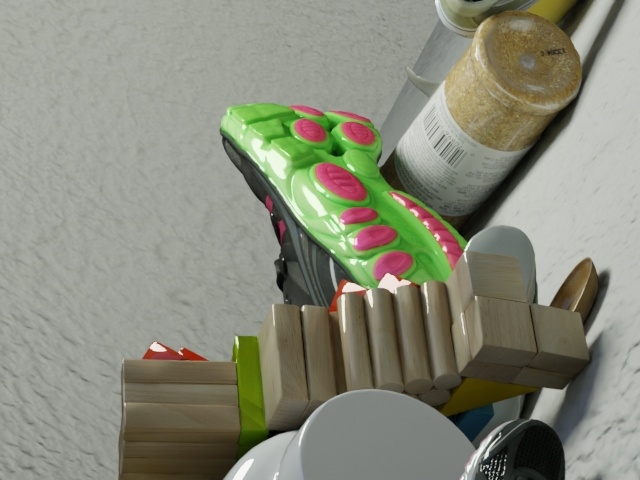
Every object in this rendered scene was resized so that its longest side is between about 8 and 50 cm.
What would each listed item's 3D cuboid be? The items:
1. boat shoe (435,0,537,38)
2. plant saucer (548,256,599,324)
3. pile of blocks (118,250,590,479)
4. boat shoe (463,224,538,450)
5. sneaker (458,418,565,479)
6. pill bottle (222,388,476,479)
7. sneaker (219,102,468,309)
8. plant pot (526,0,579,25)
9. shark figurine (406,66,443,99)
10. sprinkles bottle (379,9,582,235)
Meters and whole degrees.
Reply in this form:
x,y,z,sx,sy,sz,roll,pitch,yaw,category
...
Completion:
x,y,z,sx,sy,sz,roll,pitch,yaw,category
0.247,-0.310,1.924,0.302,0.109,0.094,-41,-1,-4,boat shoe
0.185,0.052,1.416,0.083,0.015,0.083,-60,5,9,plant saucer
0.014,0.096,1.398,0.149,0.362,0.113,64,-165,-51,pile of blocks
0.130,0.098,1.463,0.070,0.077,0.219,61,-139,-56,boat shoe
0.120,0.187,1.137,0.077,0.072,0.178,-34,34,54,sneaker
-0.014,0.252,1.349,0.334,0.188,0.188,-56,7,44,pill bottle
0.000,0.000,1.970,0.483,0.185,0.202,-121,43,-55,sneaker
0.237,-0.392,2.145,0.239,0.254,0.254,-44,9,14,plant pot
0.177,-0.222,2.485,0.278,0.116,0.166,-59,7,50,shark figurine
0.148,-0.097,2.016,0.121,0.121,0.355,-65,6,-35,sprinkles bottle
